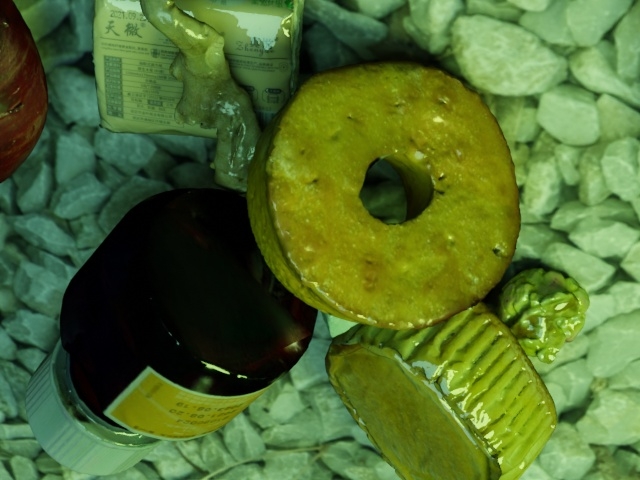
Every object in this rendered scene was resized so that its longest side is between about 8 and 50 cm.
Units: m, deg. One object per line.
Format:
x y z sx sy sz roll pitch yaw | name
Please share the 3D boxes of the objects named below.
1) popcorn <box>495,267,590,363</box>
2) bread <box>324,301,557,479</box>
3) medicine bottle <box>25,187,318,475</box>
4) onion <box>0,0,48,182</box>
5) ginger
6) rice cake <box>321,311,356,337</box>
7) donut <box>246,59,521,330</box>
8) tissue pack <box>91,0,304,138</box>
0.240 0.083 1.916 0.109 0.089 0.097 -29 100 26 | popcorn
0.133 0.166 1.914 0.253 0.142 0.227 58 153 -13 | bread
-0.189 0.112 1.887 0.242 0.242 0.395 39 142 -12 | medicine bottle
-0.421 -0.162 1.788 0.276 0.276 0.276 4 120 7 | onion
-0.123 -0.167 1.741 0.089 0.075 0.288 -9 127 24 | ginger
0.000 0.001 1.865 0.069 0.063 0.206 -23 72 -1 | rice cake
0.058 -0.044 1.775 0.303 0.303 0.110 45 152 -15 | donut
-0.130 -0.194 1.817 0.222 0.090 0.186 6 123 8 | tissue pack
